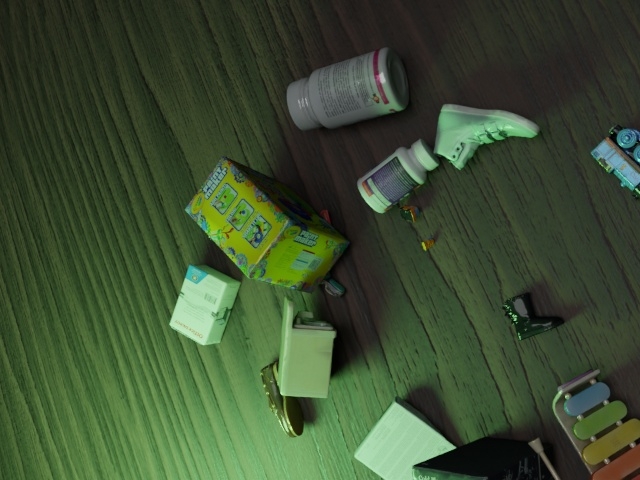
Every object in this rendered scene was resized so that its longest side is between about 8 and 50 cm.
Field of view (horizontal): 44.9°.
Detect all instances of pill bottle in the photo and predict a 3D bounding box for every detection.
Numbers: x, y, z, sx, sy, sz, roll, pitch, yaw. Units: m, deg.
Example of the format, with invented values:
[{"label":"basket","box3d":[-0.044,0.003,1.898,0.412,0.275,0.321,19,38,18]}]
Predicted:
[{"label":"pill bottle","box3d":[0.068,-0.375,1.963,0.283,0.160,0.160,-12,83,26]},{"label":"pill bottle","box3d":[0.196,-0.163,1.920,0.193,0.108,0.108,-37,73,22]}]

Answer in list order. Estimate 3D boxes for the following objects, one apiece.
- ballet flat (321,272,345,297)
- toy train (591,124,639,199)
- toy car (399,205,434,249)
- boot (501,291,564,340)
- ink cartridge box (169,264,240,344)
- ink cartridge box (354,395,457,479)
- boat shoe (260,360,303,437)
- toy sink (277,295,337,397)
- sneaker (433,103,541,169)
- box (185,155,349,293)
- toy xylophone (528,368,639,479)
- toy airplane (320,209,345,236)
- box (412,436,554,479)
[{"label":"ballet flat","box3d":[0.017,0.109,2.044,0.114,0.041,0.041,47,109,21]},{"label":"toy train","box3d":[0.685,-0.167,1.688,0.184,0.080,0.105,50,119,17]},{"label":"toy car","box3d":[0.244,-0.036,1.943,0.040,0.060,0.122,-28,94,-20]},{"label":"boot","box3d":[0.491,0.169,1.796,0.121,0.045,0.099,-25,74,25]},{"label":"ink cartridge box","box3d":[-0.328,0.180,2.194,0.139,0.082,0.191,24,101,26]},{"label":"ink cartridge box","box3d":[0.228,0.531,1.927,0.232,0.066,0.189,35,105,2]},{"label":"boat shoe","box3d":[-0.105,0.431,2.081,0.073,0.073,0.207,-26,70,26]},{"label":"toy sink","box3d":[-0.033,0.268,1.980,0.131,0.153,0.234,4,91,-7]},{"label":"sneaker","box3d":[0.388,-0.231,1.829,0.255,0.094,0.151,15,90,37]},{"label":"box","box3d":[-0.132,-0.034,1.955,0.279,0.290,0.177,43,102,30]},{"label":"toy xylophone","box3d":[0.600,0.455,1.656,0.236,0.081,0.323,-32,76,-19]},{"label":"toy airplane","box3d":[0.000,0.000,2.060,0.151,0.028,0.151,-5,80,28]},{"label":"box","box3d":[0.362,0.616,1.668,0.178,0.343,0.313,-5,87,38]}]
